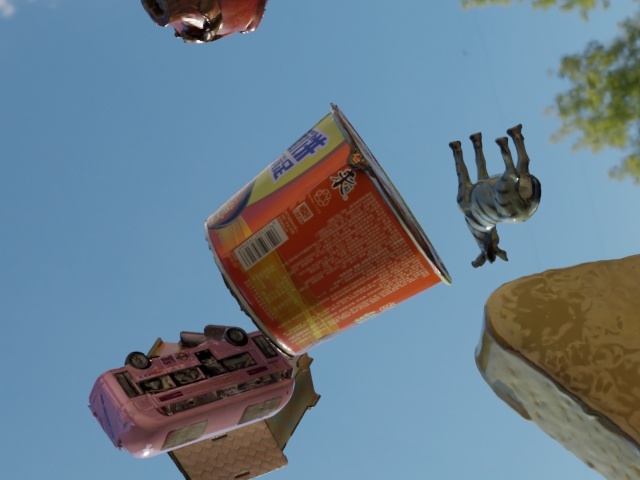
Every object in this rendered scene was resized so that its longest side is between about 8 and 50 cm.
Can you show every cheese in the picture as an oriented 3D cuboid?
[{"bbox_3d":[0.402,0.124,1.151,0.104,0.384,0.384,92,-166,-46],"label":"cheese"}]

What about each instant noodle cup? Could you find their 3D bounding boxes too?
[{"bbox_3d":[0.000,0.000,1.037,0.213,0.174,0.213,55,-173,-10],"label":"instant noodle cup"}]

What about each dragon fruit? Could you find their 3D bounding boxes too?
[{"bbox_3d":[-0.197,-0.475,1.912,0.315,0.250,0.250,-11,-93,-46],"label":"dragon fruit"}]

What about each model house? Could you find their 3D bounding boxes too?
[{"bbox_3d":[-0.189,0.283,1.795,0.244,0.326,0.169,-60,-39,-38],"label":"model house"}]

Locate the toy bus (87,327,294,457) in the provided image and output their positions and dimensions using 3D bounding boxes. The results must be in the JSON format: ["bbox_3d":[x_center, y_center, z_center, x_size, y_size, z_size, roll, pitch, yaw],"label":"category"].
[{"bbox_3d":[-0.118,0.144,1.031,0.203,0.063,0.090,-12,-130,-42],"label":"toy bus"}]

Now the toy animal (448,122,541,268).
[{"bbox_3d":[0.221,-0.049,1.349,0.073,0.217,0.176,-20,-85,-16],"label":"toy animal"}]
